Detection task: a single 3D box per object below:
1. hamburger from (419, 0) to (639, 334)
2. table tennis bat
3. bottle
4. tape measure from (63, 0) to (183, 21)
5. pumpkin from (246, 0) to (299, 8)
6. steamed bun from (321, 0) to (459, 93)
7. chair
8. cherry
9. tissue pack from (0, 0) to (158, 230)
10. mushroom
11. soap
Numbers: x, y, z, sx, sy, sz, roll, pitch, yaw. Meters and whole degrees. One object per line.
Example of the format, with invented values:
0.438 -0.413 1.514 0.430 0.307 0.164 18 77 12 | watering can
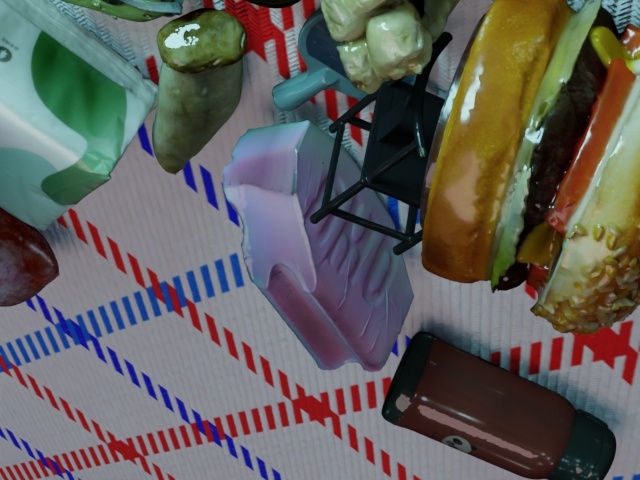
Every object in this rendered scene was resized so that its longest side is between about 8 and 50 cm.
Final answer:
0.250 -0.079 1.390 0.250 0.330 0.330 17 148 12 | hamburger
0.022 -0.203 1.633 0.149 0.038 0.237 36 146 -25 | table tennis bat
0.265 0.263 2.052 0.336 0.144 0.144 25 149 0 | bottle
-0.237 -0.318 1.596 0.177 0.087 0.154 18 147 9 | tape measure
-0.056 -0.310 1.465 0.119 0.107 0.183 22 148 16 | pumpkin
0.076 -0.260 1.390 0.106 0.177 0.192 -3 126 26 | steamed bun
0.107 -0.103 1.591 0.141 0.154 0.260 20 155 -20 | chair
-0.528 0.020 2.238 0.250 0.175 0.192 17 136 10 | cherry
-0.418 -0.196 1.807 0.356 0.194 0.266 37 149 -17 | tissue pack
-0.152 -0.180 1.737 0.107 0.087 0.333 0 156 -8 | mushroom
0.000 0.000 1.801 0.109 0.193 0.324 -3 138 36 | soap
